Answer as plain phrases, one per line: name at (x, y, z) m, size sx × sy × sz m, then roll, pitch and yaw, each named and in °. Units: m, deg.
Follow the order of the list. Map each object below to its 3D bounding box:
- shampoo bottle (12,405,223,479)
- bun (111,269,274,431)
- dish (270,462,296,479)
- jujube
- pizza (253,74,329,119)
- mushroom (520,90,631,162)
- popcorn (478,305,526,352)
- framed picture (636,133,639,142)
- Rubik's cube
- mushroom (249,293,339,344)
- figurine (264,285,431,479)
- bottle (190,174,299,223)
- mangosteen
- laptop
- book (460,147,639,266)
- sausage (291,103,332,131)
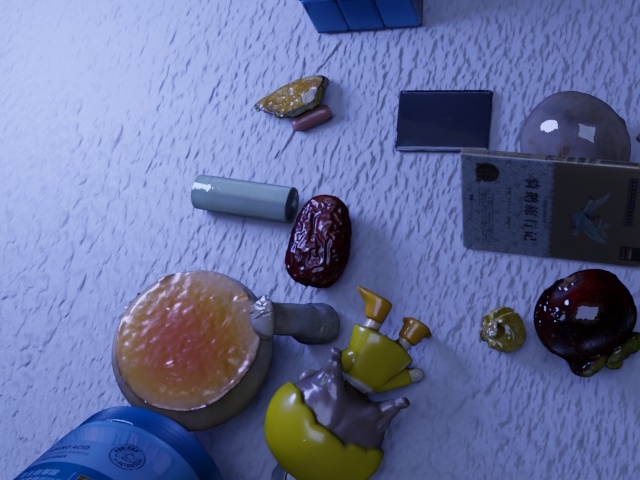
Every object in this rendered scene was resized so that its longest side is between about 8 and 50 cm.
shampoo bottle at (-0.366, 0.490, 1.456) m, size 0.331 × 0.343 × 0.331 m, roll 7°, pitch 111°, yaw 20°
bun at (-0.229, 0.205, 1.662) m, size 0.299 × 0.164 × 0.298 m, roll -2°, pitch 61°, yaw 4°
dish at (-0.028, 0.429, 1.608) m, size 0.137 × 0.039 × 0.091 m, roll 32°, pitch 84°, yaw 23°
jujube at (0.000, 0.000, 1.690) m, size 0.112 × 0.109 × 0.176 m, roll 18°, pitch 74°, yaw -15°
pizza at (-0.053, -0.279, 1.814) m, size 0.160 × 0.035 × 0.099 m, roll -25°, pitch 46°, yaw 5°
mushroom at (0.459, -0.167, 1.589) m, size 0.204 × 0.204 × 0.204 m, roll -4°, pitch 73°, yaw 14°
popcorn at (0.313, 0.152, 1.576) m, size 0.084 × 0.084 × 0.084 m, roll -4°, pitch 73°, yaw 14°
framed picture at (0.726, -0.164, 1.589) m, size 0.217 × 0.017 × 0.274 m, roll -44°, pitch 68°, yaw 0°
Rubik's cube at (0.074, -0.555, 1.769) m, size 0.225 × 0.231 × 0.221 m, roll 0°, pitch 73°, yaw 17°
mushroom at (-0.042, 0.143, 1.603) m, size 0.092 × 0.223 × 0.081 m, roll 8°, pitch 87°, yaw 30°
figurine at (0.047, 0.260, 1.571) m, size 0.215 × 0.187 × 0.343 m, roll 29°, pitch 76°, yaw 6°
bottle at (-0.147, -0.082, 1.773) m, size 0.202 × 0.072 × 0.072 m, roll 9°, pitch 77°, yaw 18°
mangosteen at (0.446, 0.141, 1.509) m, size 0.166 × 0.166 × 0.180 m, roll -34°, pitch 93°, yaw 4°
laptop at (0.235, -0.229, 1.742) m, size 0.180 × 0.016 × 0.129 m, roll 2°, pitch 75°, yaw 17°
book at (0.394, -0.055, 1.554) m, size 0.311 × 0.216 × 0.021 m, roll 7°, pitch 43°, yaw 18°
sausage at (-0.018, -0.242, 1.805) m, size 0.083 × 0.034 × 0.034 m, roll -23°, pitch 70°, yaw 9°
